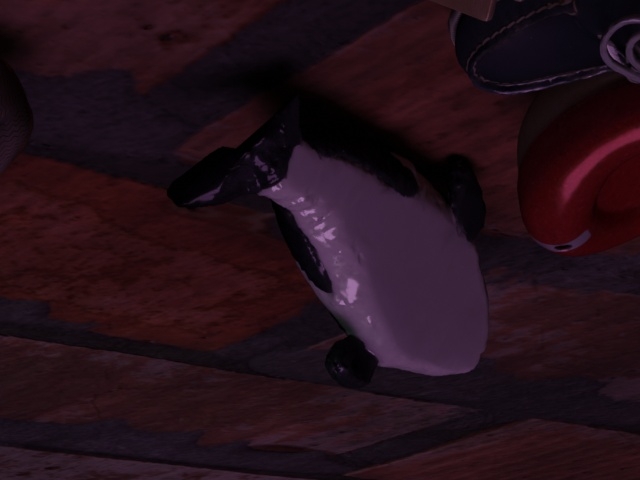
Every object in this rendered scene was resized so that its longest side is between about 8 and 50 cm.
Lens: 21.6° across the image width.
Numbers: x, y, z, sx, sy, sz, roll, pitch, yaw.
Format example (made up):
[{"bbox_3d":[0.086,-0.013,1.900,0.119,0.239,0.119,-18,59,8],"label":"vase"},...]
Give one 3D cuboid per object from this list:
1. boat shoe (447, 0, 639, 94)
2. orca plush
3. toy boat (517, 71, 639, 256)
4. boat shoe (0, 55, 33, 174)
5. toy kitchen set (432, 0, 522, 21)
[{"bbox_3d":[0.164,-0.107,0.741,0.255,0.079,0.095,-17,156,36],"label":"boat shoe"},{"bbox_3d":[0.000,0.000,0.995,0.102,0.151,0.287,22,-178,38],"label":"orca plush"},{"bbox_3d":[0.218,-0.026,0.868,0.231,0.151,0.151,-9,159,18],"label":"toy boat"},{"bbox_3d":[-0.293,-0.031,0.879,0.324,0.123,0.116,-18,-169,15],"label":"boat shoe"},{"bbox_3d":[0.042,-0.129,0.576,0.083,0.075,0.068,24,-148,21],"label":"toy kitchen set"}]
